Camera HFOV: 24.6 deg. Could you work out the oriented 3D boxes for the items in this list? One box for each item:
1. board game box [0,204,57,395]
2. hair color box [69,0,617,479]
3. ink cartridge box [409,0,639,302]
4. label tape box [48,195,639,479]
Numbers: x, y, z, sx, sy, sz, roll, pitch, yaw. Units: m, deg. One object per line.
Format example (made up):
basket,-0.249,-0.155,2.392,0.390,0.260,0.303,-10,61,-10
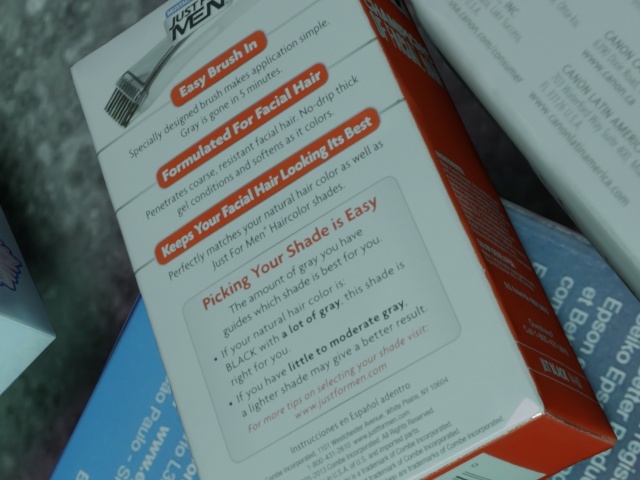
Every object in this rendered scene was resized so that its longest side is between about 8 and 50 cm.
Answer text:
board game box,-0.288,0.032,0.674,0.319,0.066,0.318,-44,49,15
hair color box,0.000,0.000,0.402,0.093,0.053,0.167,-32,61,19
ink cartridge box,0.156,-0.073,0.348,0.232,0.066,0.189,-36,45,5
label tape box,0.070,0.135,0.415,0.348,0.115,0.249,27,90,33
